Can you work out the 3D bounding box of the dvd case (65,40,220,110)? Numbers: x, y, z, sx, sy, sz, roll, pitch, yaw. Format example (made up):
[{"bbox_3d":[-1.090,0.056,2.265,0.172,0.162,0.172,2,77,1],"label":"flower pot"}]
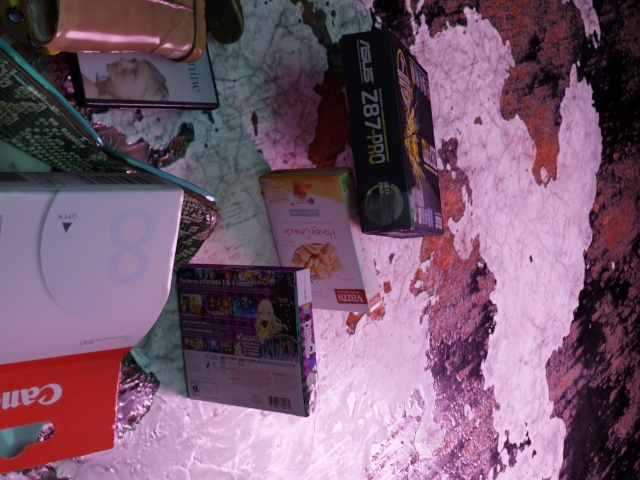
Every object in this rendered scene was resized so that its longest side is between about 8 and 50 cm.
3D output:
[{"bbox_3d":[-0.252,-0.273,1.354,0.253,0.022,0.181,-8,84,-51],"label":"dvd case"}]

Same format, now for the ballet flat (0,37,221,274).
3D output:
[{"bbox_3d":[-0.316,-0.079,1.223,0.483,0.164,0.182,39,77,-47],"label":"ballet flat"}]

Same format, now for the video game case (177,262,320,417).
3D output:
[{"bbox_3d":[-0.108,0.141,1.408,0.041,0.232,0.210,-14,101,-52],"label":"video game case"}]

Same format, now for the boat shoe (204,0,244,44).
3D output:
[{"bbox_3d":[-0.158,-0.392,1.475,0.060,0.064,0.178,-75,153,-67],"label":"boat shoe"}]

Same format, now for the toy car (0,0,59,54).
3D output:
[{"bbox_3d":[-0.412,-0.327,1.145,0.225,0.053,0.239,-32,115,-55],"label":"toy car"}]

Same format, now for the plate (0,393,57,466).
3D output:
[{"bbox_3d":[-0.414,0.106,1.153,0.277,0.045,0.278,34,75,-45],"label":"plate"}]

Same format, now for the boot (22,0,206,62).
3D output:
[{"bbox_3d":[-0.263,-0.353,1.261,0.269,0.089,0.236,-3,82,-55],"label":"boot"}]

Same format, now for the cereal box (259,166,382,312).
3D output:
[{"bbox_3d":[0.000,0.000,1.584,0.047,0.173,0.240,-32,114,-46],"label":"cereal box"}]

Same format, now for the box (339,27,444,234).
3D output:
[{"bbox_3d":[0.132,-0.165,1.665,0.395,0.097,0.319,7,79,-75],"label":"box"}]

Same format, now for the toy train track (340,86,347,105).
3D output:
[{"bbox_3d":[0.068,-0.266,1.784,0.083,0.014,0.048,21,75,-50],"label":"toy train track"}]

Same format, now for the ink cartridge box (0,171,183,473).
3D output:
[{"bbox_3d":[-0.330,0.113,1.121,0.308,0.091,0.385,-4,109,-44],"label":"ink cartridge box"}]
